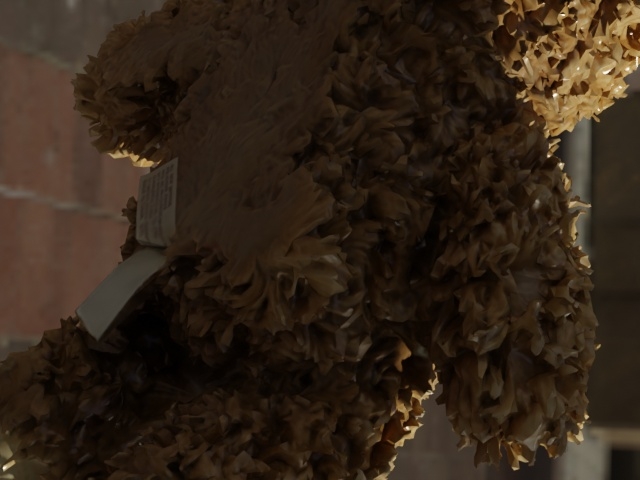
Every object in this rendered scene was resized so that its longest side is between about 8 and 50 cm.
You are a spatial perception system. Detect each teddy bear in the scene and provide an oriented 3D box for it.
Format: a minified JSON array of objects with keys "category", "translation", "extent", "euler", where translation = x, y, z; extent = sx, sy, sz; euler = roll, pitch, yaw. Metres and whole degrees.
[{"category":"teddy bear","translation":[0.000,0.000,0.662],"extent":[0.113,0.245,0.338],"euler":[39,61,-40]}]
